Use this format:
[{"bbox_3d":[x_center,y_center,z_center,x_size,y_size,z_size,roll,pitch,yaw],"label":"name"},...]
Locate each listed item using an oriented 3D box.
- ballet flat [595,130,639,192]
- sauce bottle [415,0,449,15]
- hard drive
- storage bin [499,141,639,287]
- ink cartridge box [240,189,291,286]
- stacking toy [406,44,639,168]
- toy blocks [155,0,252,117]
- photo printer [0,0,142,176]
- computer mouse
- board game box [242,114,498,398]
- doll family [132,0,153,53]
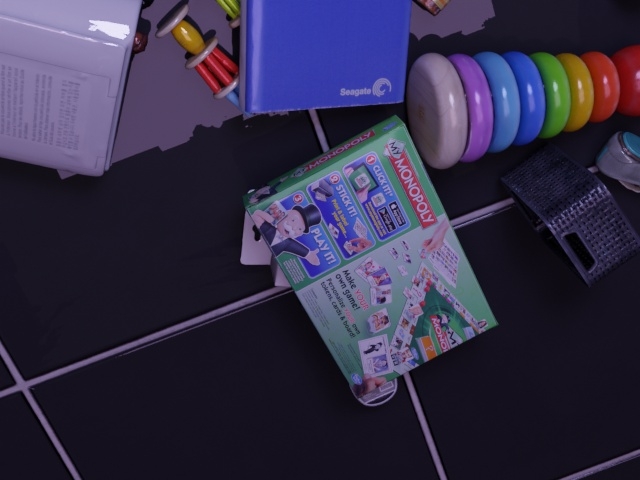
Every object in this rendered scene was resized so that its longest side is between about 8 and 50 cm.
[{"bbox_3d":[0.468,-0.084,1.203,0.213,0.072,0.068,21,135,-16],"label":"ballet flat"},{"bbox_3d":[0.164,-0.329,1.053,0.042,0.042,0.128,35,104,-21],"label":"sauce bottle"},{"bbox_3d":[0.012,-0.311,1.008,0.210,0.040,0.319,-8,115,-25],"label":"hard drive"},{"bbox_3d":[0.316,-0.036,1.126,0.084,0.180,0.122,-37,114,8],"label":"storage bin"},{"bbox_3d":[0.000,0.000,1.153,0.198,0.067,0.115,3,113,-11],"label":"ink cartridge box"},{"bbox_3d":[0.280,-0.182,1.100,0.330,0.141,0.141,-11,114,-12],"label":"stacking toy"},{"bbox_3d":[-0.101,-0.231,1.047,0.123,0.054,0.148,-41,114,7],"label":"toy blocks"},{"bbox_3d":[-0.360,-0.195,0.937,0.307,0.107,0.256,11,147,-13],"label":"photo printer"},{"bbox_3d":[0.049,0.145,1.240,0.106,0.042,0.193,-22,109,-4],"label":"computer mouse"},{"bbox_3d":[0.070,0.029,1.117,0.213,0.046,0.317,-28,116,1],"label":"board game box"},{"bbox_3d":[-0.208,-0.297,0.995,0.111,0.076,0.193,37,108,-25],"label":"doll family"}]
